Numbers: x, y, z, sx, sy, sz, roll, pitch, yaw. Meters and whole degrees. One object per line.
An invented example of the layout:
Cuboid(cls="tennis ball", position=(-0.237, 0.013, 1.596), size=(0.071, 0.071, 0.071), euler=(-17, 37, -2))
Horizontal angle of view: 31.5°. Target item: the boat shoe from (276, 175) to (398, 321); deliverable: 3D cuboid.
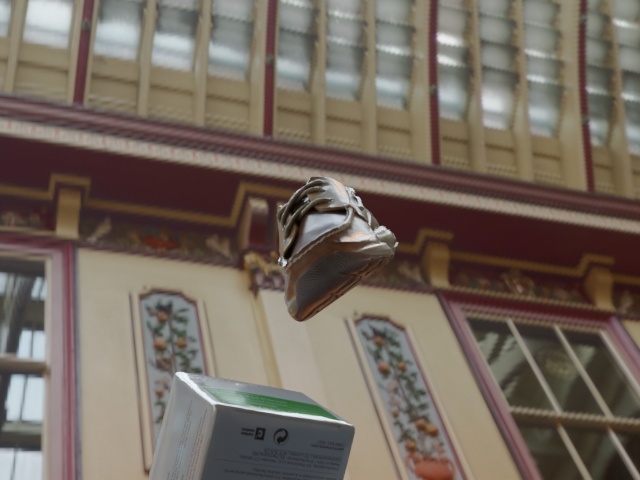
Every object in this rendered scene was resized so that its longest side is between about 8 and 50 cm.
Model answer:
Cuboid(cls="boat shoe", position=(0.000, 0.000, 1.163), size=(0.123, 0.324, 0.116), euler=(-35, -91, 5))

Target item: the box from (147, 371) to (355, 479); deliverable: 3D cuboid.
Cuboid(cls="box", position=(-0.048, 0.149, 0.732), size=(0.101, 0.087, 0.101), euler=(13, -89, -26))
